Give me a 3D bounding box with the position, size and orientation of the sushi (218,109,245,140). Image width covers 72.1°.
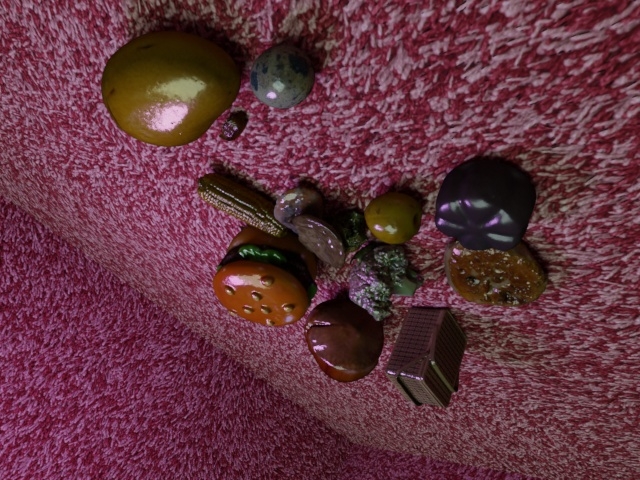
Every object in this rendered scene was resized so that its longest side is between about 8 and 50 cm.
[{"bbox_3d":[-0.265,-0.337,1.312,0.055,0.052,0.120,52,148,-2],"label":"sushi"}]

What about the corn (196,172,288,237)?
[{"bbox_3d":[-0.268,-0.125,1.549,0.363,0.120,0.120,29,148,-5],"label":"corn"}]

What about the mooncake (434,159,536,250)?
[{"bbox_3d":[0.402,-0.078,1.092,0.245,0.133,0.245,23,154,12],"label":"mooncake"}]

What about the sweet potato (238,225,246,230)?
[{"bbox_3d":[-0.242,0.010,1.773,0.218,0.051,0.065,44,147,-23],"label":"sweet potato"}]

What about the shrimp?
[{"bbox_3d":[-0.071,-0.065,1.487,0.164,0.062,0.317,2,142,2],"label":"shrimp"}]

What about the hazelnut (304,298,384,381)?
[{"bbox_3d":[0.099,0.411,1.823,0.315,0.372,0.372,-11,146,-9],"label":"hazelnut"}]

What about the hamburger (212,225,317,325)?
[{"bbox_3d":[-0.206,0.163,1.679,0.396,0.277,0.395,9,140,8],"label":"hamburger"}]

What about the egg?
[{"bbox_3d":[-0.095,-0.382,1.039,0.182,0.141,0.141,3,140,48],"label":"egg"}]

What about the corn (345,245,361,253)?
[{"bbox_3d":[0.062,0.017,1.533,0.207,0.068,0.068,-13,129,45],"label":"corn"}]

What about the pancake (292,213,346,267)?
[{"bbox_3d":[0.001,-0.001,1.421,0.222,0.042,0.236,12,142,45],"label":"pancake"}]

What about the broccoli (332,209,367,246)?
[{"bbox_3d":[0.095,-0.037,1.402,0.130,0.131,0.120,33,111,17],"label":"broccoli"}]

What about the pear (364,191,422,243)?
[{"bbox_3d":[0.204,-0.063,1.243,0.162,0.149,0.149,0,138,30],"label":"pear"}]

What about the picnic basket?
[{"bbox_3d":[0.401,0.429,1.613,0.175,0.313,0.228,-5,134,43],"label":"picnic basket"}]

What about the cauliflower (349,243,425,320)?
[{"bbox_3d":[0.231,0.133,1.478,0.315,0.239,0.256,16,109,-12],"label":"cauliflower"}]

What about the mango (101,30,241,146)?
[{"bbox_3d":[-0.399,-0.398,1.182,0.445,0.220,0.301,1,136,32],"label":"mango"}]

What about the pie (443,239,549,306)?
[{"bbox_3d":[0.503,0.095,1.286,0.315,0.092,0.315,19,145,14],"label":"pie"}]
